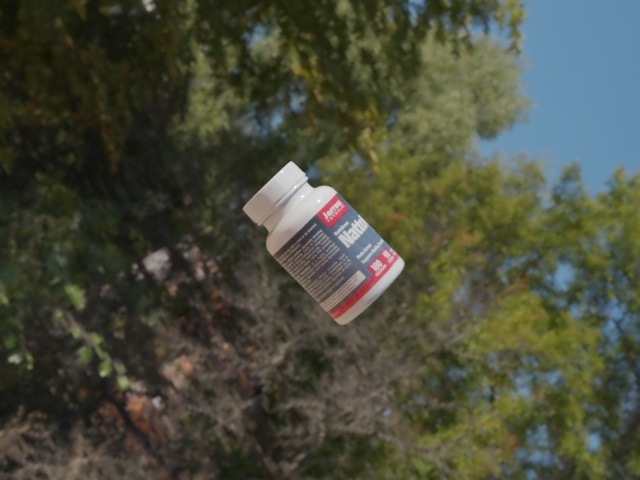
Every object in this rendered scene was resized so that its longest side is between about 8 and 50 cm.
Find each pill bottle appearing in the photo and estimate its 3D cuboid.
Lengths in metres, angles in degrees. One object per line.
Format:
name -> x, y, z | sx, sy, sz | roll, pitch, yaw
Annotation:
pill bottle -> 0.000, 0.000, 1.425 | 0.180, 0.108, 0.108 | 46, -10, -3
